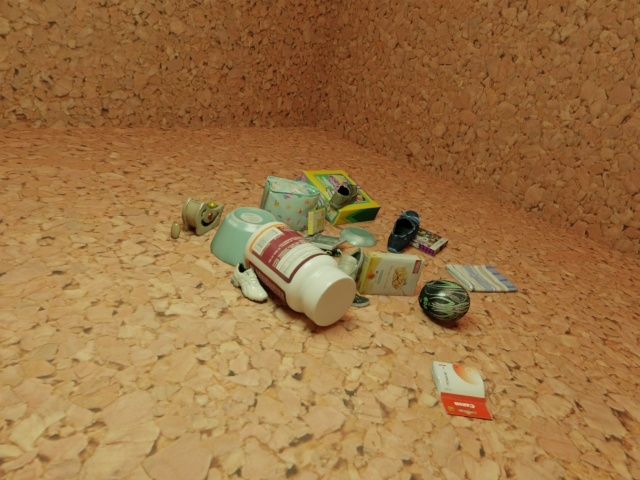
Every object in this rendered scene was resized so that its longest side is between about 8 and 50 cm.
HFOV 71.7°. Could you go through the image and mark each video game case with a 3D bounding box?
[{"bbox_3d":[0.529,-0.008,2.325,0.232,0.042,0.210,26,28,26],"label":"video game case"},{"bbox_3d":[0.000,0.000,1.996,0.190,0.022,0.173,11,17,24],"label":"video game case"}]

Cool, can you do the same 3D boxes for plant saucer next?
[{"bbox_3d":[0.191,-0.029,2.203,0.194,0.037,0.195,11,25,-5],"label":"plant saucer"}]

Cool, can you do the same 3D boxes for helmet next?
[{"bbox_3d":[0.470,0.227,1.658,0.169,0.170,0.161,-7,16,-37],"label":"helmet"}]

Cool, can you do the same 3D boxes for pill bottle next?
[{"bbox_3d":[-0.075,0.111,1.546,0.224,0.224,0.392,-10,34,-42],"label":"pill bottle"}]

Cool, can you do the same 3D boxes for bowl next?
[{"bbox_3d":[-0.282,-0.029,1.809,0.311,0.163,0.311,12,25,-6],"label":"bowl"}]

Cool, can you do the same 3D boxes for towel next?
[{"bbox_3d":[0.751,0.173,2.069,0.285,0.034,0.209,3,27,-22],"label":"towel"}]

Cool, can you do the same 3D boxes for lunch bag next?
[{"bbox_3d":[-0.143,-0.165,2.094,0.262,0.223,0.160,5,33,-20],"label":"lunch bag"}]

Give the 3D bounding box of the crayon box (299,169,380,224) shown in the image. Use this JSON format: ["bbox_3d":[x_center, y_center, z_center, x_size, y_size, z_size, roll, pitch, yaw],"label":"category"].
[{"bbox_3d":[0.101,-0.246,2.450,0.313,0.106,0.363,-9,47,-39],"label":"crayon box"}]

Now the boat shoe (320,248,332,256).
[{"bbox_3d":[0.028,0.074,1.856,0.068,0.072,0.190,4,26,-19],"label":"boat shoe"}]

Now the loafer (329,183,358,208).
[{"bbox_3d":[0.135,-0.243,2.294,0.094,0.087,0.251,33,36,10],"label":"loafer"}]

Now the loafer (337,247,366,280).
[{"bbox_3d":[0.097,0.114,1.739,0.112,0.112,0.319,0,15,25],"label":"loafer"}]

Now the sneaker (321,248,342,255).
[{"bbox_3d":[0.060,0.035,1.996,0.098,0.038,0.069,21,26,15],"label":"sneaker"}]

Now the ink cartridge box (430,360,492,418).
[{"bbox_3d":[0.420,0.441,1.320,0.145,0.045,0.179,10,22,-7],"label":"ink cartridge box"}]

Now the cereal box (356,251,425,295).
[{"bbox_3d":[0.277,0.134,1.740,0.240,0.173,0.047,4,26,-19],"label":"cereal box"}]

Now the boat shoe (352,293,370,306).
[{"bbox_3d":[0.121,0.217,1.640,0.142,0.040,0.049,4,26,-20],"label":"boat shoe"}]

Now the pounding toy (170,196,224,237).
[{"bbox_3d":[-0.542,-0.121,1.877,0.154,0.154,0.269,20,25,13],"label":"pounding toy"}]

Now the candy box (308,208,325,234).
[{"bbox_3d":[-0.016,-0.092,2.101,0.027,0.105,0.206,2,9,17],"label":"candy box"}]

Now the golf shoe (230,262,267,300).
[{"bbox_3d":[-0.248,0.144,1.552,0.176,0.086,0.069,32,28,31],"label":"golf shoe"}]

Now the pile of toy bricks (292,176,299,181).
[{"bbox_3d":[-0.174,-0.268,2.471,0.105,0.118,0.212,-20,29,20],"label":"pile of toy bricks"}]

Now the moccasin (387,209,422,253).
[{"bbox_3d":[0.435,-0.066,2.223,0.137,0.117,0.342,16,39,14],"label":"moccasin"}]
